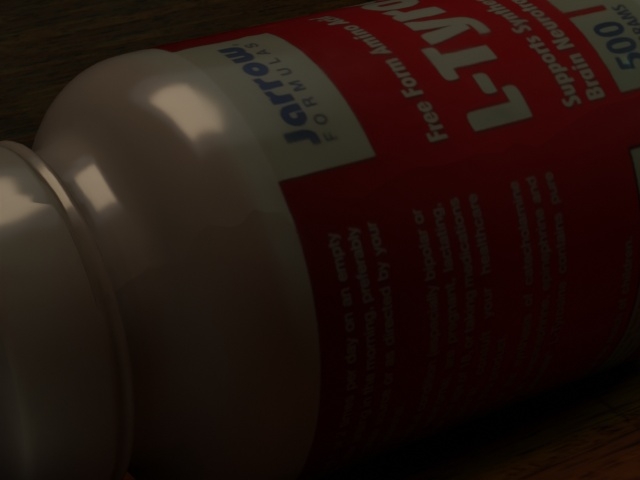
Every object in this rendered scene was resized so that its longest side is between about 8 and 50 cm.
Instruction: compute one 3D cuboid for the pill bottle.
[{"bbox_3d":[0.000,0.000,0.822,0.408,0.229,0.229,-17,10,-31],"label":"pill bottle"}]
